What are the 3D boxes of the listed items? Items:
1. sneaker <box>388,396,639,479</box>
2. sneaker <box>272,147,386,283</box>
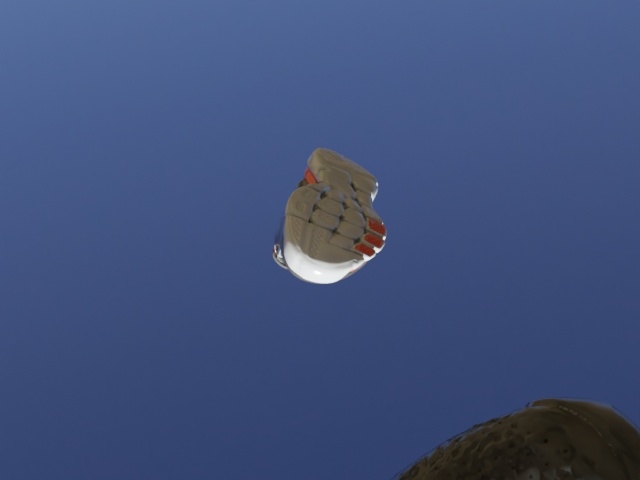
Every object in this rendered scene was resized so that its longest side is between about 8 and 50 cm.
[{"bbox_3d":[-0.033,0.147,0.375,0.162,0.281,0.106,13,-146,-43],"label":"sneaker"},{"bbox_3d":[0.000,0.000,0.817,0.061,0.065,0.158,31,-158,-3],"label":"sneaker"}]
